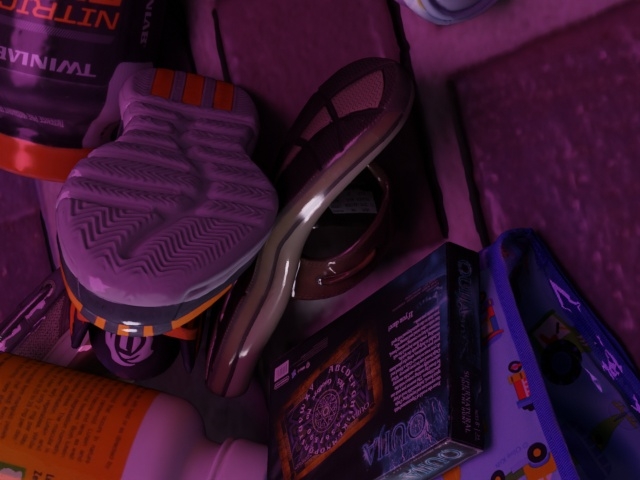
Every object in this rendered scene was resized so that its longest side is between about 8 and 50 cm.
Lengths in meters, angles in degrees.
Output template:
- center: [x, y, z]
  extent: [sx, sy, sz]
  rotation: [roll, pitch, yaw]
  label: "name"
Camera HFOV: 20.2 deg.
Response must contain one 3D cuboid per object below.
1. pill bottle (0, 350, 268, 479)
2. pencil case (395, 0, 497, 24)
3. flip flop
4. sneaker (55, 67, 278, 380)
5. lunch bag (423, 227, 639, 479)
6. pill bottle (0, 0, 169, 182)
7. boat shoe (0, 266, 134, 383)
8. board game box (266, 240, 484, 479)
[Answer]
- center: [-0.156, 0.156, 1.174]
  extent: [0.246, 0.136, 0.136]
  rotation: [13, 102, 8]
  label: "pill bottle"
- center: [0.001, -0.225, 1.082]
  extent: [0.273, 0.124, 0.113]
  rotation: [32, 112, 37]
  label: "pencil case"
- center: [0.000, 0.000, 1.119]
  extent: [0.112, 0.080, 0.277]
  rotation: [-83, 16, -53]
  label: "flip flop"
- center: [-0.100, 0.024, 1.110]
  extent: [0.125, 0.321, 0.180]
  rotation: [14, 113, -1]
  label: "sneaker"
- center: [0.088, 0.151, 1.030]
  extent: [0.221, 0.138, 0.293]
  rotation: [-50, 49, 33]
  label: "lunch bag"
- center: [-0.169, -0.165, 1.230]
  extent: [0.130, 0.130, 0.245]
  rotation: [21, 106, 39]
  label: "pill bottle"
- center: [-0.230, 0.117, 1.320]
  extent: [0.285, 0.103, 0.092]
  rotation: [-43, 59, 30]
  label: "boat shoe"
- center: [0.028, 0.095, 1.042]
  extent: [0.186, 0.026, 0.126]
  rotation: [-37, 42, 46]
  label: "board game box"
